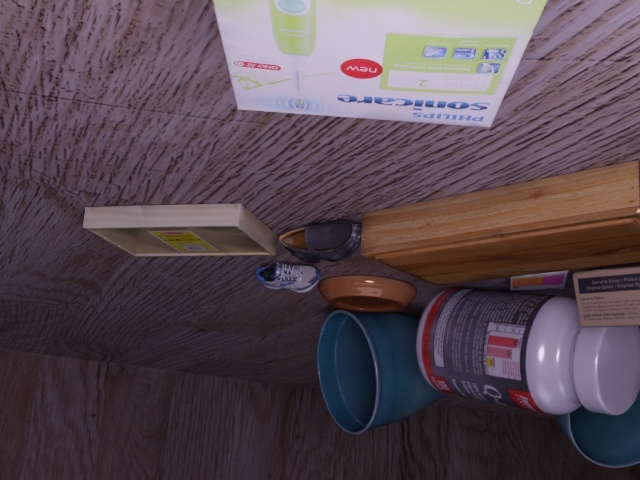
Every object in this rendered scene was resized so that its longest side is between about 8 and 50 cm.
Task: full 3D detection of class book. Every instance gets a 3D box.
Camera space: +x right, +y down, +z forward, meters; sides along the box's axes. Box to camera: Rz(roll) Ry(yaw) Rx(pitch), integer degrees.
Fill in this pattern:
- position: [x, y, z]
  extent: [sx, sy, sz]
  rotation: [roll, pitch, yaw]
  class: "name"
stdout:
- position: [0.378, 0.062, 1.456]
  extent: [0.096, 0.035, 0.144]
  rotation: [-1, 164, 12]
  class: "book"

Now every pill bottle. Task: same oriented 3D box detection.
- position: [0.370, 0.198, 1.508]
  extent: [0.210, 0.210, 0.363]
  rotation: [20, 168, -42]
  class: "pill bottle"

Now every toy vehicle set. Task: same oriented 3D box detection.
- position: [-0.222, -0.013, 1.351]
  extent: [0.267, 0.035, 0.166]
  rotation: [-1, 163, 17]
  class: "toy vehicle set"

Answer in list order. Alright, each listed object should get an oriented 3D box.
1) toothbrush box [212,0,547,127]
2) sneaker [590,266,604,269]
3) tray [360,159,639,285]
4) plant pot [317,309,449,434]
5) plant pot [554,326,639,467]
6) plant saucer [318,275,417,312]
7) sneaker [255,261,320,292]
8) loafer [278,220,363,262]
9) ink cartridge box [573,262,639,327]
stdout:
- position: [0.038, -0.190, 0.547]
  extent: [0.206, 0.122, 0.283]
  rotation: [4, 165, 1]
  class: "toothbrush box"
- position: [0.553, 0.086, 1.405]
  extent: [0.208, 0.081, 0.094]
  rotation: [15, 159, -29]
  class: "sneaker"
- position: [0.281, -0.008, 1.176]
  extent: [0.411, 0.076, 0.203]
  rotation: [-11, 158, 39]
  class: "tray"
- position: [0.166, 0.279, 1.880]
  extent: [0.255, 0.271, 0.271]
  rotation: [-4, 168, -27]
  class: "plant pot"
- position: [0.579, 0.286, 1.711]
  extent: [0.290, 0.290, 0.195]
  rotation: [11, -169, -20]
  class: "plant pot"
- position: [0.094, 0.112, 1.690]
  extent: [0.200, 0.037, 0.200]
  rotation: [4, 163, 1]
  class: "plant saucer"
- position: [-0.063, 0.067, 1.556]
  extent: [0.135, 0.052, 0.058]
  rotation: [-7, 156, 33]
  class: "sneaker"
- position: [0.000, 0.000, 1.301]
  extent: [0.061, 0.062, 0.170]
  rotation: [21, 156, -32]
  class: "loafer"
- position: [0.518, 0.067, 1.211]
  extent: [0.235, 0.088, 0.193]
  rotation: [-5, 176, -37]
  class: "ink cartridge box"
